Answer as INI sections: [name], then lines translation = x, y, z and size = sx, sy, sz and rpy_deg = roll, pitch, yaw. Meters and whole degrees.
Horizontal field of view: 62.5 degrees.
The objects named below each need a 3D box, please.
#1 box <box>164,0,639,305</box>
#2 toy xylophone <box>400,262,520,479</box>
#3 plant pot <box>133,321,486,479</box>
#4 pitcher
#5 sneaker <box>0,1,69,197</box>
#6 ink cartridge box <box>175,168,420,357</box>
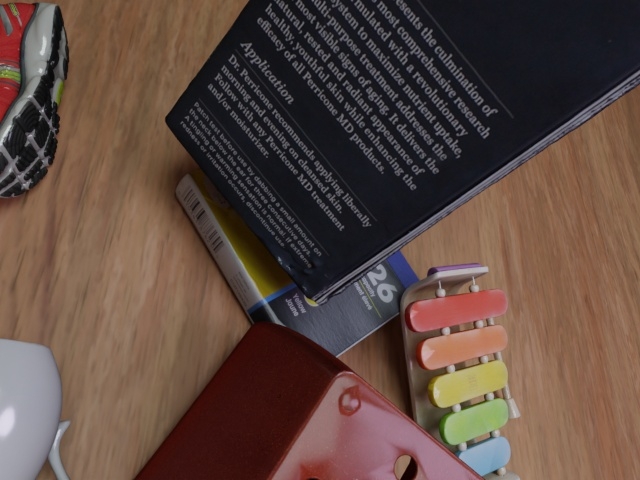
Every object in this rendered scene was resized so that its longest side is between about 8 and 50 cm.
[box]
translation = 0.154, -0.237, 0.656
size = 0.297, 0.472, 0.480
rpy_deg = 51, 36, -3
[toy xylophone]
translation = 0.215, 0.188, 0.756
size = 0.236, 0.081, 0.322
rpy_deg = -12, 88, -37
[plant pot]
translation = -0.004, 0.244, 0.491
size = 0.267, 0.236, 0.267
rpy_deg = 41, 65, -8
[pitcher]
translation = -0.283, 0.197, 0.467
size = 0.178, 0.125, 0.207
rpy_deg = 23, 64, -45
[sneaker]
translation = -0.377, -0.169, 0.621
size = 0.118, 0.107, 0.279
rpy_deg = 2, 60, -10
[ink cartridge box]
translation = 0.000, 0.000, 0.766
size = 0.307, 0.072, 0.303
rpy_deg = -28, 82, -36
